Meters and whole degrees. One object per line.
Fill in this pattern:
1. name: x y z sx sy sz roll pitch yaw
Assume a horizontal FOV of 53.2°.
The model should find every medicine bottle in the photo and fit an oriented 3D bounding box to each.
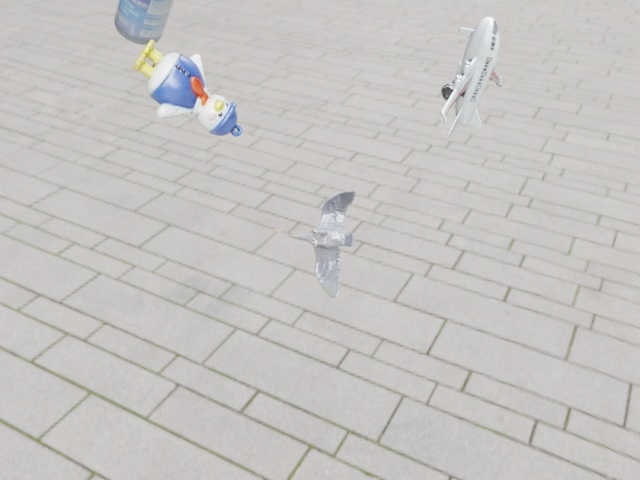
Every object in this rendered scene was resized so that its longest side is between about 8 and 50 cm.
1. medicine bottle: -0.266 -0.413 1.016 0.083 0.203 0.083 18 47 -21

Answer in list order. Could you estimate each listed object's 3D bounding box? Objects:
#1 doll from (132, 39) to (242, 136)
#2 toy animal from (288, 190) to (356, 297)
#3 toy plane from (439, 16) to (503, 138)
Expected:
1. doll: -0.146 -0.165 0.729 0.057 0.143 0.099 -18 41 50
2. toy animal: 0.000 0.000 0.496 0.050 0.084 0.028 11 -2 -2
3. toy plane: 0.214 -0.231 0.901 0.065 0.171 0.162 26 45 33
